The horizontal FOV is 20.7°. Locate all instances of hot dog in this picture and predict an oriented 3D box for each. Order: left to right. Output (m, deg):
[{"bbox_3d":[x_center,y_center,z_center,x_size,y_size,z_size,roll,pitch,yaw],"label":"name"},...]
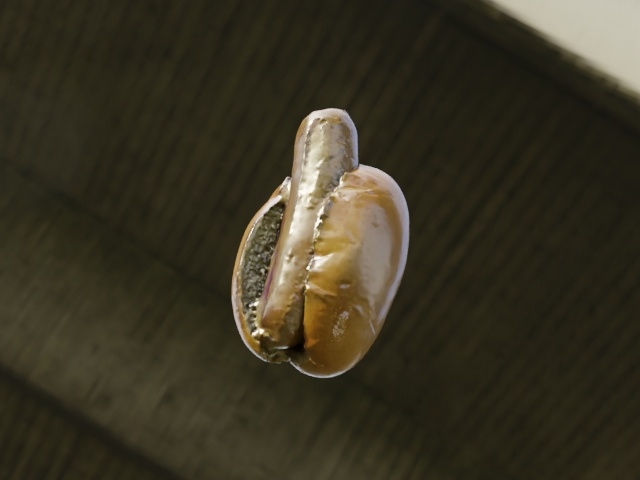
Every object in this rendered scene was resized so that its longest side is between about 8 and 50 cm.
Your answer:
[{"bbox_3d":[0.002,0.001,0.909,0.090,0.140,0.060,11,-26,33],"label":"hot dog"}]
